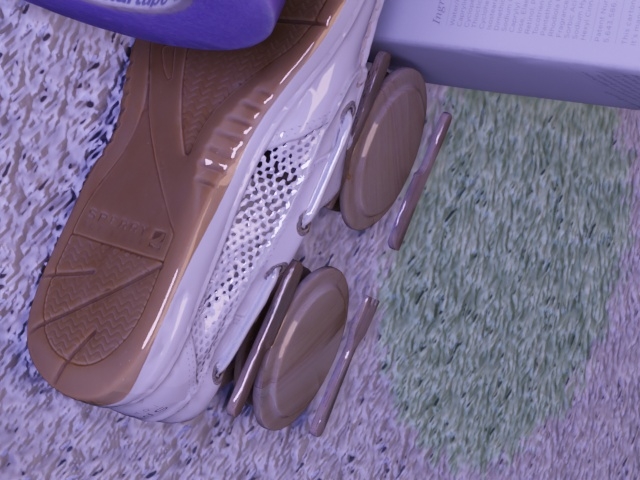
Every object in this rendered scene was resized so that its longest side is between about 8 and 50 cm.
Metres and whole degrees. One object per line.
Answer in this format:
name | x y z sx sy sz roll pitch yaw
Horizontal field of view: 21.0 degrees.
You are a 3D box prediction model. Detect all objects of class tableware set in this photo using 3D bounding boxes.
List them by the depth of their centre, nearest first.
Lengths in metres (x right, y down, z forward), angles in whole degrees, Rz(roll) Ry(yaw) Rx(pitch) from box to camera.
tableware set | 0.000 0.000 0.867 0.194 0.039 0.128 -67 158 -3

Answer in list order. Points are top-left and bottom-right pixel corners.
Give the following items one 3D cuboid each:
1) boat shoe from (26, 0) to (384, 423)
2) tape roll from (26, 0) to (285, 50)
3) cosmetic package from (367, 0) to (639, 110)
boat shoe | -0.032 -0.048 0.771 0.096 0.098 0.277 33 84 -52
tape roll | -0.089 -0.141 0.585 0.189 0.189 0.080 36 73 -51
cosmetic package | 0.117 -0.114 0.825 0.117 0.231 0.085 16 88 -54
